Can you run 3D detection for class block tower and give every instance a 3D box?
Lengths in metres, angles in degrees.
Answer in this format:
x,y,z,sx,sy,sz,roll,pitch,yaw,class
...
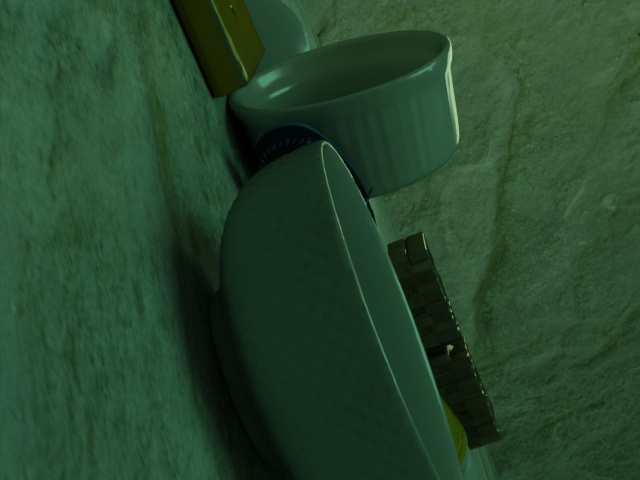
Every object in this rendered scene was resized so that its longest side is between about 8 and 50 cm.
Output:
x,y,z,sx,sy,sz,roll,pitch,yaw,class
0.177,0.160,1.944,0.097,0.091,0.335,-84,153,-72,block tower

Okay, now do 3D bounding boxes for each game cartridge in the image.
x,y,z,sx,sy,sz,roll,pitch,yaw,class
-0.160,-0.347,1.527,0.285,0.052,0.324,-84,150,-74,game cartridge

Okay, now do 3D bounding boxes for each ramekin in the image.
x,y,z,sx,sy,sz,roll,pitch,yaw,class
0.037,-0.149,1.549,0.277,0.277,0.135,-93,169,-68,ramekin

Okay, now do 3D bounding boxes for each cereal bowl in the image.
x,y,z,sx,sy,sz,roll,pitch,yaw,class
0.003,0.097,1.058,0.339,0.141,0.339,-22,90,-83,cereal bowl

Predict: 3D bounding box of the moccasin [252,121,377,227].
x,y,z,sx,sy,sz,roll,pitch,yaw,class
0.021,0.029,1.422,0.117,0.137,0.342,-89,156,-61,moccasin

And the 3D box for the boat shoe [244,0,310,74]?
x,y,z,sx,sy,sz,roll,pitch,yaw,class
-0.045,-0.206,1.769,0.301,0.108,0.102,57,-21,0,boat shoe

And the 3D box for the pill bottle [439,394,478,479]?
x,y,z,sx,sy,sz,roll,pitch,yaw,class
0.087,0.208,1.360,0.208,0.119,0.119,53,16,-40,pill bottle
